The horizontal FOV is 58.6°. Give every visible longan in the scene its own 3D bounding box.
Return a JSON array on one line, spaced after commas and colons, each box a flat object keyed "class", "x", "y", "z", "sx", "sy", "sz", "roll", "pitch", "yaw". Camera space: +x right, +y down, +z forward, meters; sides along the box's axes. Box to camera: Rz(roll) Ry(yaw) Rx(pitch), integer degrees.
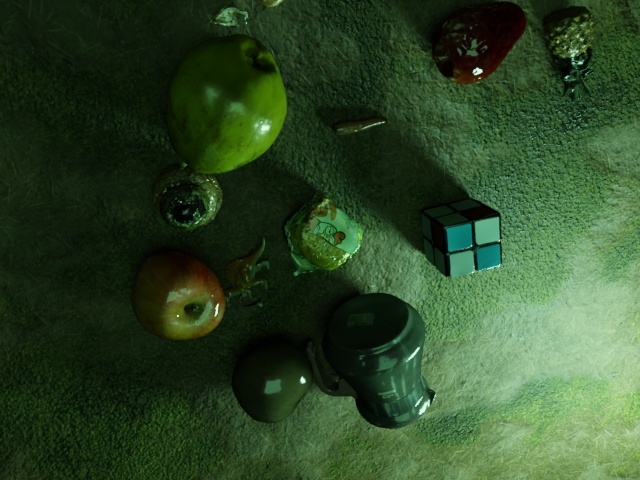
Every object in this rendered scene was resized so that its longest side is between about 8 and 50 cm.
[{"class": "longan", "x": -0.139, "y": 0.413, "z": 1.685, "sx": 0.246, "sy": 0.215, "sz": 0.245, "roll": -3, "pitch": 133, "yaw": -4}]

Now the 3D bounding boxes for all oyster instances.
[{"class": "oyster", "x": -0.227, "y": -0.554, "z": 1.407, "sx": 0.093, "sy": 0.034, "sz": 0.051, "roll": 2, "pitch": 126, "yaw": -25}]

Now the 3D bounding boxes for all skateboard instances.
[{"class": "skateboard", "x": -0.187, "y": 0.222, "z": 1.707, "sx": 0.064, "sy": 0.032, "sz": 0.083, "roll": -18, "pitch": 111, "yaw": 5}]

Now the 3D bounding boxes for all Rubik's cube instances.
[{"class": "Rubik's cube", "x": 0.412, "y": -0.011, "z": 1.672, "sx": 0.184, "sy": 0.180, "sz": 0.167, "roll": -13, "pitch": 111, "yaw": -6}]

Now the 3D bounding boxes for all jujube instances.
[{"class": "jujube", "x": 0.418, "y": -0.528, "z": 1.498, "sx": 0.255, "sy": 0.190, "sz": 0.189, "roll": -36, "pitch": 115, "yaw": -17}]

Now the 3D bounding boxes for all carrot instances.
[{"class": "carrot", "x": 0.111, "y": -0.317, "z": 1.570, "sx": 0.165, "sy": 0.035, "sz": 0.035, "roll": -11, "pitch": 112, "yaw": -11}]

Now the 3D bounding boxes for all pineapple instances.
[{"class": "pineapple", "x": 0.703, "y": -0.515, "z": 1.589, "sx": 0.128, "sy": 0.128, "sz": 0.247, "roll": -26, "pitch": 118, "yaw": -2}]

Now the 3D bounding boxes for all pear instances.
[{"class": "pear", "x": -0.242, "y": -0.307, "z": 1.375, "sx": 0.287, "sy": 0.287, "sz": 0.375, "roll": 33, "pitch": 114, "yaw": -21}]

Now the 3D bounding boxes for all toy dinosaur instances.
[{"class": "toy dinosaur", "x": -0.219, "y": 0.091, "z": 1.646, "sx": 0.143, "sy": 0.057, "sz": 0.211, "roll": 2, "pitch": 99, "yaw": 7}]

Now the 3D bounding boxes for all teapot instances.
[{"class": "teapot", "x": 0.150, "y": 0.373, "z": 1.720, "sx": 0.377, "sy": 0.305, "sz": 0.361, "roll": -7, "pitch": 122, "yaw": 20}]

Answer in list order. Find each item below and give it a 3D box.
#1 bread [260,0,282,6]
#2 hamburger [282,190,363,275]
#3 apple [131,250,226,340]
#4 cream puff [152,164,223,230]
[{"class": "bread", "x": -0.118, "y": -0.618, "z": 1.399, "sx": 0.083, "sy": 0.046, "sz": 0.080, "roll": -12, "pitch": 115, "yaw": -9}, {"class": "hamburger", "x": -0.003, "y": 0.002, "z": 1.609, "sx": 0.235, "sy": 0.125, "sz": 0.214, "roll": -45, "pitch": 103, "yaw": -9}, {"class": "apple", "x": -0.381, "y": 0.143, "z": 1.528, "sx": 0.242, "sy": 0.241, "sz": 0.241, "roll": -11, "pitch": 114, "yaw": -26}, {"class": "cream puff", "x": -0.343, "y": -0.100, "z": 1.474, "sx": 0.184, "sy": 0.169, "sz": 0.183, "roll": -4, "pitch": 109, "yaw": -11}]
